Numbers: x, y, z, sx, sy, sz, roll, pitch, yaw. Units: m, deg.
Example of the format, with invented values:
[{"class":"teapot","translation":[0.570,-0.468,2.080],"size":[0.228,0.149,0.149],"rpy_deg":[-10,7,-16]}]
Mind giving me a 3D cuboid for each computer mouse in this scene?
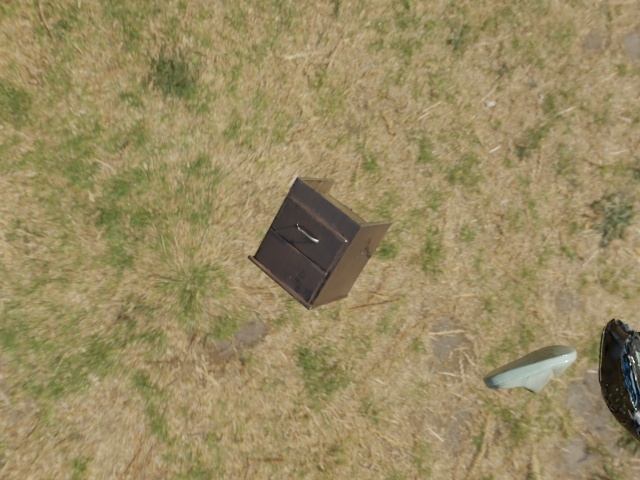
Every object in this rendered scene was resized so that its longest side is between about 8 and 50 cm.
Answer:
[{"class":"computer mouse","translation":[0.564,0.260,1.240],"size":[0.146,0.077,0.242],"rpy_deg":[24,54,-39]}]

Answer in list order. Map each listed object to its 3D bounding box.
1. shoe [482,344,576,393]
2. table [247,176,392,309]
[{"class":"shoe","translation":[0.542,0.346,1.720],"size":[0.250,0.103,0.100],"rpy_deg":[-18,93,-3]},{"class":"table","translation":[0.000,0.000,1.328],"size":[0.169,0.172,0.193],"rpy_deg":[39,110,20]}]
